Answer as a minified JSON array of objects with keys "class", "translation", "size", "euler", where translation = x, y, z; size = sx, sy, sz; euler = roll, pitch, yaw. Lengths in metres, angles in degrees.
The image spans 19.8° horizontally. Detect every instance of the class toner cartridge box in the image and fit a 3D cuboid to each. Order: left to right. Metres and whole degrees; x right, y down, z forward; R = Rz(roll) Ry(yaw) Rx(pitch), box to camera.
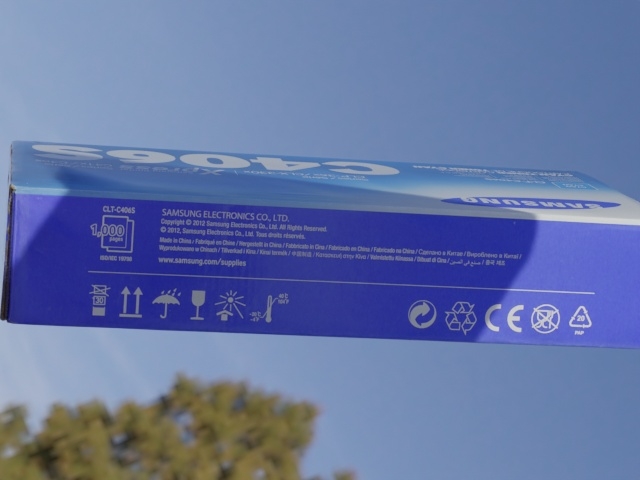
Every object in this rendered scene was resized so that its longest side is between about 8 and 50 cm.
[{"class":"toner cartridge box","translation":[0.000,0.000,1.017],"size":[0.165,0.347,0.075],"euler":[-128,-138,-74]}]
